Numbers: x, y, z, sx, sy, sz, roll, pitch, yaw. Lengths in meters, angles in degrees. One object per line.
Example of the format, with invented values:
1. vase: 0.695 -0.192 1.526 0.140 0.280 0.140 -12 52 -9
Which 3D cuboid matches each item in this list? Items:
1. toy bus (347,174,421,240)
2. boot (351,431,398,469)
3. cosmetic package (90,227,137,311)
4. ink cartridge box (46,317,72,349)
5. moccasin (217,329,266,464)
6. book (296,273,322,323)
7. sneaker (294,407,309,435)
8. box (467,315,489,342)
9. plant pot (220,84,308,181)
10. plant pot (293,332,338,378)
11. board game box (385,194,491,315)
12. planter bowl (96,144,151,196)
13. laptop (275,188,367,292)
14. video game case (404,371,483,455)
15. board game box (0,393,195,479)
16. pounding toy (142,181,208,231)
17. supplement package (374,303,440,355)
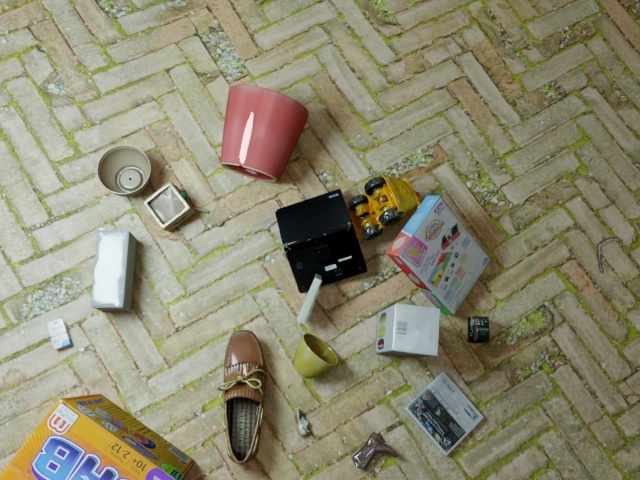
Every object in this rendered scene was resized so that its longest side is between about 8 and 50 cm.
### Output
1. toy bus: 0.223 -0.107 1.821 0.211 0.220 0.149 -7 64 -41
2. boot: 0.163 0.658 1.689 0.106 0.037 0.114 37 72 17
3. cosmetic package: -0.624 0.095 1.693 0.107 0.127 0.238 4 74 -6
4. ink cartridge box: -0.786 0.282 1.679 0.048 0.028 0.083 -20 80 -11
5. moccasin: -0.232 0.454 1.637 0.139 0.147 0.380 7 76 -5
6. book: -0.033 0.179 1.732 0.035 0.096 0.144 21 95 -1
7. sneaker: -0.056 0.550 1.698 0.037 0.032 0.083 -9 82 -22
8. box: 0.511 0.289 1.803 0.052 0.062 0.083 3 76 -4
9. plant pot: -0.194 -0.329 1.784 0.275 0.275 0.243 15 86 -3
10. plant pot: -0.027 0.365 1.703 0.134 0.134 0.095 39 102 4
11. board game box: 0.381 0.049 1.769 0.316 0.064 0.242 46 74 -26
12. planter bowl: -0.613 -0.208 1.774 0.162 0.109 0.162 1 76 -5
13. laptop: 0.000 0.000 1.818 0.234 0.136 0.264 -18 104 3
14. video game case: 0.388 0.542 1.751 0.173 0.022 0.190 -40 85 -14
15. board game box: -0.591 0.652 1.442 0.356 0.356 0.356 35 75 3
16. pounding toy: -0.461 -0.106 1.784 0.141 0.100 0.130 -38 83 -2
17. supplement package: 0.256 0.279 1.683 0.134 0.244 0.139 8 75 -5
